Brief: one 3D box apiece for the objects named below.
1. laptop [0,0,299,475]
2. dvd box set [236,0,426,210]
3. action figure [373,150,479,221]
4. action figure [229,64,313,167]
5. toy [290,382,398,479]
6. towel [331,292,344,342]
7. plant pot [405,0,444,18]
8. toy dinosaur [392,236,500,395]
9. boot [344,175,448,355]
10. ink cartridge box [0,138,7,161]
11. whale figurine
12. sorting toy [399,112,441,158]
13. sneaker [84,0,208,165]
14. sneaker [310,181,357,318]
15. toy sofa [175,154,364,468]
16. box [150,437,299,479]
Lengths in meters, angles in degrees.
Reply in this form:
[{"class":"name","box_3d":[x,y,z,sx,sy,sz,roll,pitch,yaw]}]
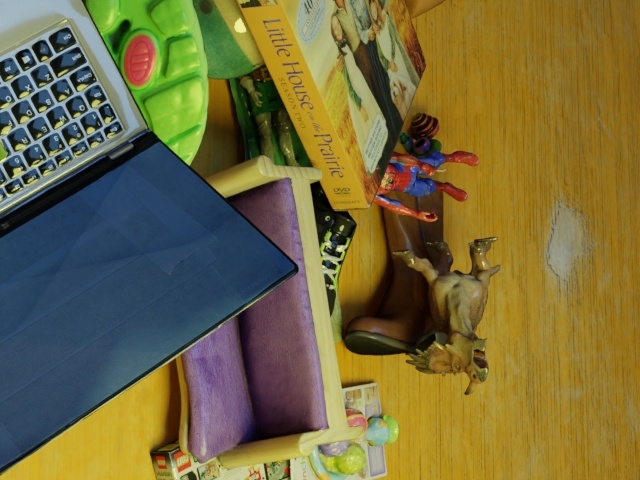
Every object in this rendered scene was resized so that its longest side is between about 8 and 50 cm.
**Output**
[{"class":"laptop","box_3d":[-0.302,-0.057,1.161,0.382,0.236,0.408,-34,110,-23]},{"class":"dvd box set","box_3d":[0.018,-0.291,1.570,0.420,0.062,0.308,65,35,-40]},{"class":"action figure","box_3d":[0.156,-0.081,1.762,0.280,0.139,0.092,-3,114,-48]},{"class":"action figure","box_3d":[-0.076,-0.195,1.658,0.137,0.063,0.232,-21,97,-44]},{"class":"toy","box_3d":[0.041,0.272,1.690,0.237,0.056,0.137,1,83,-59]},{"class":"towel","box_3d":[-0.015,0.080,1.707,0.110,0.027,0.148,-14,94,-49]},{"class":"plant pot","box_3d":[0.125,-0.452,1.777,0.203,0.291,0.291,-47,120,-22]},{"class":"toy dinosaur","box_3d":[0.192,0.102,1.745,0.295,0.127,0.200,-16,101,-73]},{"class":"boot","box_3d":[0.118,0.028,1.813,0.264,0.096,0.281,5,80,-47]},{"class":"ink cartridge box","box_3d":[-0.436,-0.093,1.089,0.189,0.255,0.097,-47,142,-23]},{"class":"whale figurine","box_3d":[-0.162,-0.324,1.537,0.272,0.141,0.216,60,7,3]},{"class":"sorting toy","box_3d":[0.152,-0.161,1.903,0.042,0.061,0.102,49,29,-32]},{"class":"sneaker","box_3d":[-0.217,-0.275,1.402,0.202,0.185,0.483,-91,-179,-73]},{"class":"sneaker","box_3d":[0.000,0.000,1.645,0.084,0.097,0.235,24,50,-35]},{"class":"toy sofa","box_3d":[-0.080,0.089,1.510,0.177,0.150,0.363,2,76,-47]},{"class":"box","box_3d":[-0.116,0.283,1.557,0.207,0.036,0.114,-20,99,-48]}]
